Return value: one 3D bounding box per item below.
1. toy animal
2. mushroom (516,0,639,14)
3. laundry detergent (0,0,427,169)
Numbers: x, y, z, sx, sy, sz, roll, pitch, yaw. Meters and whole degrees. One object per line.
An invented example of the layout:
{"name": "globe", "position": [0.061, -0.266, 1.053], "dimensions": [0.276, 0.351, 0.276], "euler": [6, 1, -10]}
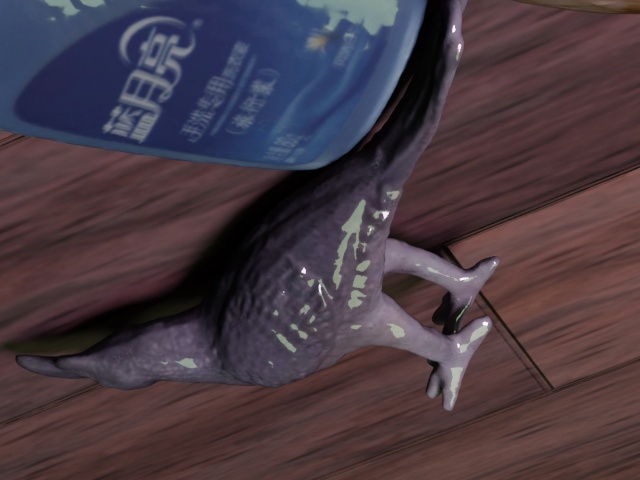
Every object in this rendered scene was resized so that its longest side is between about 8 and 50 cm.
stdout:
{"name": "toy animal", "position": [0.015, 0.022, 0.872], "dimensions": [0.206, 0.081, 0.367], "euler": [28, 130, -32]}
{"name": "mushroom", "position": [0.114, -0.171, 0.553], "dimensions": [0.226, 0.178, 0.226], "euler": [9, 173, 1]}
{"name": "laundry detergent", "position": [-0.110, -0.096, 0.636], "dimensions": [0.290, 0.094, 0.143], "euler": [1, 149, -23]}
